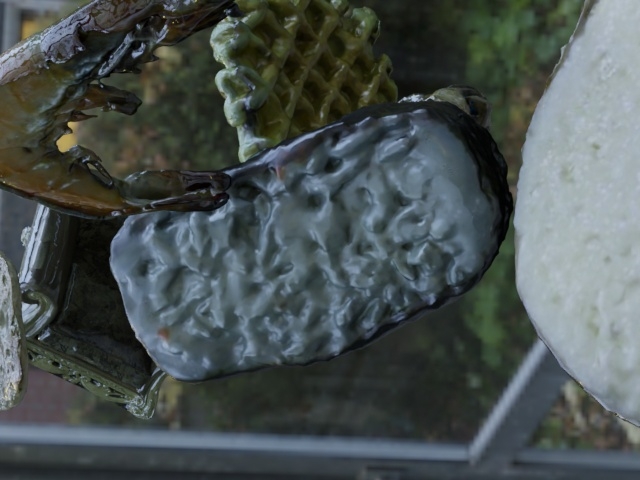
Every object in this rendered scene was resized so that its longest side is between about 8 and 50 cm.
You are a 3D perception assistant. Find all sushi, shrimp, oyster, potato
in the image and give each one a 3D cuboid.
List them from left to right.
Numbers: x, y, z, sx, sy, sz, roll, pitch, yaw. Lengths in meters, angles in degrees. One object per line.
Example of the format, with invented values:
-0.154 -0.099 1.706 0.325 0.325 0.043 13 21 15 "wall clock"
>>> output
-0.074 -0.064 0.720 0.195 0.148 0.035 -28 46 25 "shrimp"
0.000 0.000 0.861 0.127 0.225 0.124 -36 -76 -79 "sushi"
0.128 -0.108 1.838 0.214 0.223 0.083 -27 65 32 "oyster"
0.395 -0.047 1.140 0.385 0.319 0.442 24 99 43 "potato"

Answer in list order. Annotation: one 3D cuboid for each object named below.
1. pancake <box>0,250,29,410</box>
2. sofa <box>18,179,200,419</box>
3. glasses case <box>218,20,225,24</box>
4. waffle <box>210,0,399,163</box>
-0.253 0.067 1.186 0.139 0.022 0.139 178 90 -64 "pancake"
-0.242 0.060 1.810 0.182 0.258 0.200 -39 31 39 "sofa"
-0.083 -0.254 1.365 0.064 0.041 0.170 -53 -44 -46 "glasses case"
-0.008 -0.108 1.271 0.054 0.204 0.223 -22 78 40 "waffle"
